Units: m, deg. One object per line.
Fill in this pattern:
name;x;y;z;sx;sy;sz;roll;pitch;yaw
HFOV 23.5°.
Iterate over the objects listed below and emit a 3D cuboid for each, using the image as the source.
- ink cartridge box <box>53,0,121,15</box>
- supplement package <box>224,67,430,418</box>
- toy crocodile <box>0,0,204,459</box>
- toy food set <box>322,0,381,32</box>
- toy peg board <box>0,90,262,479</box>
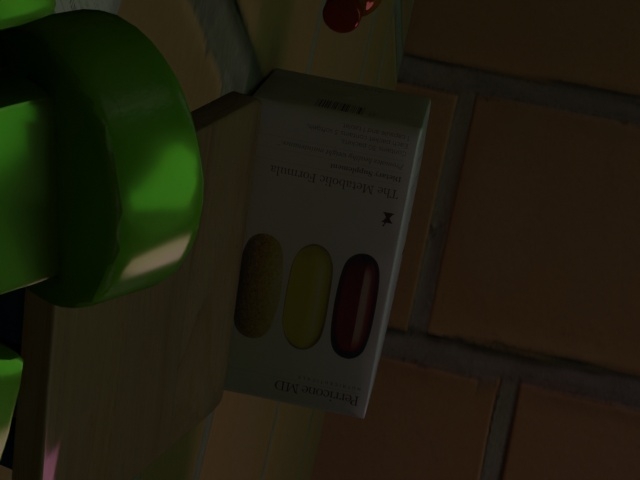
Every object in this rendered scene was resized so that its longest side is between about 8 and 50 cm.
ink cartridge box;-0.090;-0.135;0.487;0.171;0.056;0.235;86;20;-69
supplement package;0.000;0.000;1.256;0.134;0.139;0.244;-66;166;-73
toy crocodile;-0.097;-0.076;0.304;0.115;0.105;0.341;-20;125;-38
toy food set;0.008;-0.252;0.940;0.104;0.111;0.232;-71;174;-55
toy peg board;-0.105;0.022;0.666;0.160;0.079;0.161;-37;140;-58
